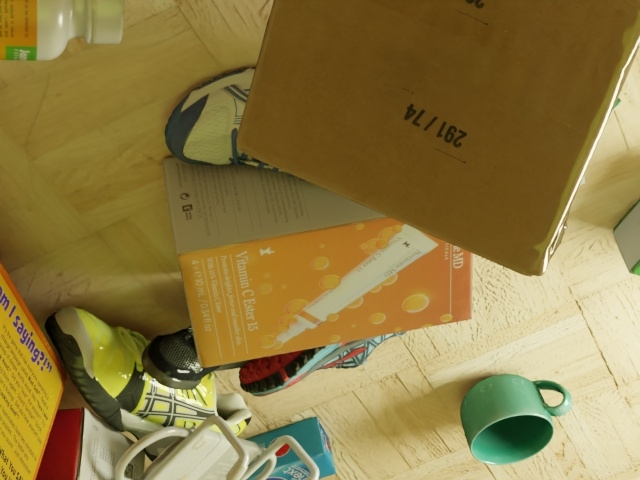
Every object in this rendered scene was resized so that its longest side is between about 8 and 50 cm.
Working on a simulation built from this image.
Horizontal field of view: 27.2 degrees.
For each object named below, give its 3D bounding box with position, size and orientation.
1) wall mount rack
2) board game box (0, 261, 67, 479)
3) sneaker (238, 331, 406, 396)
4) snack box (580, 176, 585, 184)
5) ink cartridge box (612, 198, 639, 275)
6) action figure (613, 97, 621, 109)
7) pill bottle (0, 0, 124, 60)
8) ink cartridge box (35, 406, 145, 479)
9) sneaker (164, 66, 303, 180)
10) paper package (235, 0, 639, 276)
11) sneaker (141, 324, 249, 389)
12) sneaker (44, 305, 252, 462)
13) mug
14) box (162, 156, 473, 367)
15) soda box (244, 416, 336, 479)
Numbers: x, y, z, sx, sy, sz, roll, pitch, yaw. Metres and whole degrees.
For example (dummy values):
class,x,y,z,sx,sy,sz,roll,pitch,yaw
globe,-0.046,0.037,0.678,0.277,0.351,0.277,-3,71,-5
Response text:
class,x,y,z,sx,sy,sz,roll,pitch,yaw
wall mount rack,-0.170,0.380,1.796,0.304,0.130,0.350,-46,150,9
board game box,-0.547,0.193,1.473,0.357,0.356,0.356,-2,139,14
sneaker,0.010,0.153,1.818,0.262,0.104,0.125,-31,136,18
snack box,0.289,-0.127,1.655,0.064,0.022,0.178,-17,137,4
ink cartridge box,0.529,-0.011,1.788,0.208,0.086,0.153,15,130,-26
action figure,0.240,-0.112,1.521,0.137,0.232,0.063,36,160,-10
pill bottle,-0.320,-0.245,1.297,0.246,0.136,0.136,-1,135,-13
ink cartridge box,-0.428,0.306,1.747,0.310,0.130,0.272,-5,154,15
sneaker,-0.029,-0.123,1.503,0.297,0.131,0.111,-10,139,-1
paper package,0.124,-0.175,1.237,0.325,0.168,0.309,23,118,9
sneaker,-0.136,0.117,1.709,0.227,0.087,0.130,-11,142,-57
sneaker,-0.232,0.184,1.787,0.147,0.145,0.384,-37,139,0
mug,0.291,0.262,2.003,0.158,0.097,0.129,-5,136,-10
box,0.000,0.000,1.608,0.345,0.168,0.215,-10,137,-4
soda box,-0.088,0.343,2.011,0.210,0.071,0.067,-20,136,6
